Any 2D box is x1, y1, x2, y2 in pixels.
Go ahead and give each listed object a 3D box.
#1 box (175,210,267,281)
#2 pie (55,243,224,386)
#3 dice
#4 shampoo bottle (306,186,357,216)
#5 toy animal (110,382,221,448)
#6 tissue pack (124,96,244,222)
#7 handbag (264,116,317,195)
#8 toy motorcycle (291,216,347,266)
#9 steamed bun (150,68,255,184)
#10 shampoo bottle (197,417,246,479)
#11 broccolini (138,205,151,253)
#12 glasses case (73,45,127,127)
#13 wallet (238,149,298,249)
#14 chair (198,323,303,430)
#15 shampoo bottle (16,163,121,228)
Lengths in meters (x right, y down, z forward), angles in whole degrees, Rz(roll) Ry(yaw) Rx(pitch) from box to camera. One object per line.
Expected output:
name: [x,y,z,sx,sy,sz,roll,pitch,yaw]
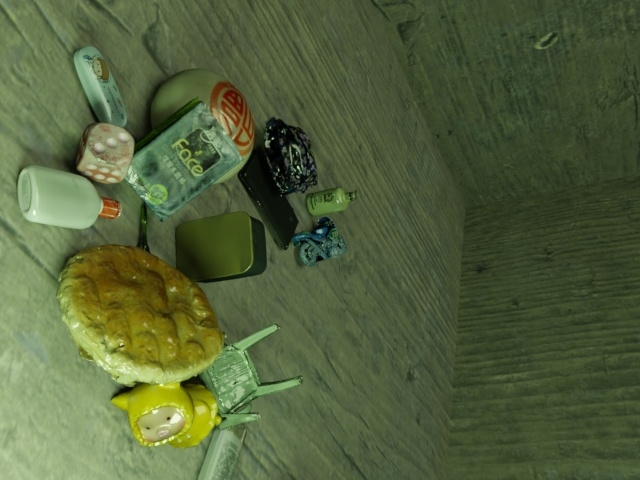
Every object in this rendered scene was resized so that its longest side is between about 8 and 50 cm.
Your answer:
box: [-0.226,0.021,1.631,0.090,0.201,0.144,23,58,-64]
pie: [-0.341,0.138,1.342,0.340,0.083,0.339,31,30,-20]
dice: [-0.424,-0.172,1.391,0.093,0.094,0.091,14,65,-27]
shampoo bottle: [0.040,-0.127,2.259,0.079,0.162,0.079,32,53,-56]
toy animal: [-0.293,0.343,1.425,0.229,0.156,0.156,50,38,-51]
tissue pack: [-0.307,-0.173,1.536,0.073,0.236,0.173,40,-15,53]
handbag: [-0.089,-0.247,2.061,0.208,0.127,0.228,-20,96,-79]
toy motorcycle: [0.000,0.000,2.219,0.254,0.092,0.135,-20,89,-54]
steamed bun: [-0.262,-0.276,1.693,0.283,0.177,0.282,33,52,-55]
shampoo bottle: [-0.229,0.513,1.593,0.086,0.056,0.227,55,35,-35]
broccolini: [-0.385,-0.009,1.525,0.035,0.030,0.139,2,71,-27]
glasses case: [-0.455,-0.315,1.468,0.067,0.045,0.178,-51,125,-58]
wallet: [-0.142,-0.118,2.041,0.285,0.030,0.146,62,31,-30]
chair: [-0.181,0.300,1.583,0.191,0.275,0.203,-19,85,-42]
shampoo bottle: [-0.469,-0.075,1.341,0.221,0.051,0.107,13,66,-61]
